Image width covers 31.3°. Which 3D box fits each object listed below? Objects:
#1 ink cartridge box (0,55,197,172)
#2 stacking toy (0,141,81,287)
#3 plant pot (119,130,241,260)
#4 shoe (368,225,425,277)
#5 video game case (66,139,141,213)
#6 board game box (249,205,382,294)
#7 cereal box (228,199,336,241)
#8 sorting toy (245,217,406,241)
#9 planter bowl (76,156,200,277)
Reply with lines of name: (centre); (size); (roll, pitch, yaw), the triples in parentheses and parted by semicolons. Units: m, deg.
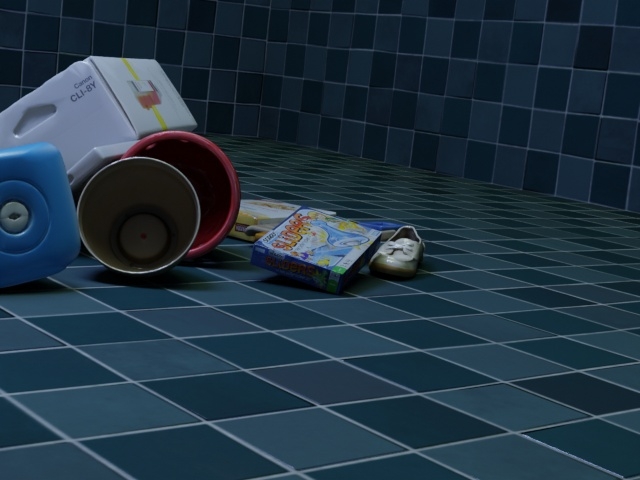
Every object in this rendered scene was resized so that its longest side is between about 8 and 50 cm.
ink cartridge box: (-0.410, -0.182, 2.000); (0.279, 0.160, 0.384); (-32, 2, 11)
stacking toy: (-0.454, -0.026, 1.476); (0.175, 0.166, 0.302); (-15, 8, -37)
plant pot: (-0.212, -0.068, 1.726); (0.191, 0.191, 0.174); (6, 3, -1)
shoe: (0.124, 0.017, 1.817); (0.076, 0.058, 0.219); (8, 9, 11)
video game case: (-0.369, -0.074, 1.723); (0.026, 0.206, 0.227); (51, 11, -1)
board game box: (-0.003, 0.011, 1.665); (0.136, 0.035, 0.201); (18, 22, 13)
cereal box: (-0.108, -0.040, 2.055); (0.173, 0.047, 0.240); (12, 11, 34)
sorting toy: (0.000, 0.000, 1.894); (0.196, 0.047, 0.347); (8, 8, 35)
planter bowl: (-0.243, -0.018, 1.547); (0.162, 0.162, 0.109); (6, -18, -4)
